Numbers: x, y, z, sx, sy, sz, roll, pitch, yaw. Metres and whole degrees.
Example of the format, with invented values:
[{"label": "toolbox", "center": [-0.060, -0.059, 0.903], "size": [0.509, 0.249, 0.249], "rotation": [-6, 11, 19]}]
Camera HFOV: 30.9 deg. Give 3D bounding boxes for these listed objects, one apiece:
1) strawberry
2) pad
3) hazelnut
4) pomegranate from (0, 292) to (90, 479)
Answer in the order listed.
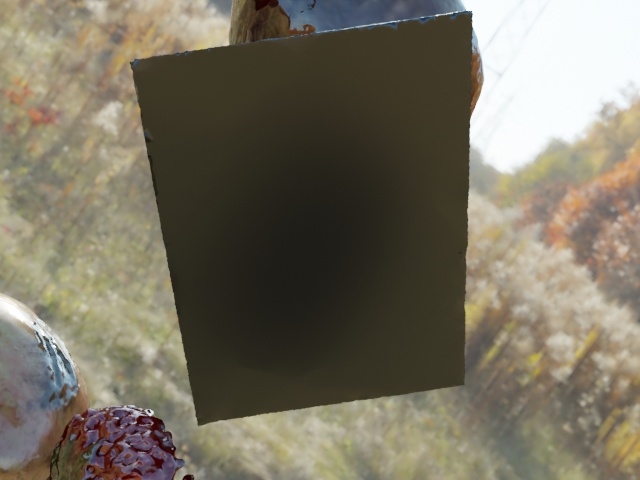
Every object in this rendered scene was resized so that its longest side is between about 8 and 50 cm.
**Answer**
[{"label": "strawberry", "center": [-0.165, 0.199, 0.906], "size": [0.086, 0.145, 0.145], "rotation": [-9, 36, -39]}, {"label": "pad", "center": [0.000, 0.000, 0.925], "size": [0.247, 0.367, 0.007], "rotation": [-9, 37, -5]}, {"label": "hazelnut", "center": [0.033, -0.261, 1.645], "size": [0.353, 0.421, 0.421], "rotation": [19, -3, 34]}, {"label": "pomegranate", "center": [-0.390, 0.198, 1.197], "size": [0.322, 0.322, 0.322], "rotation": [34, 7, -4]}]
